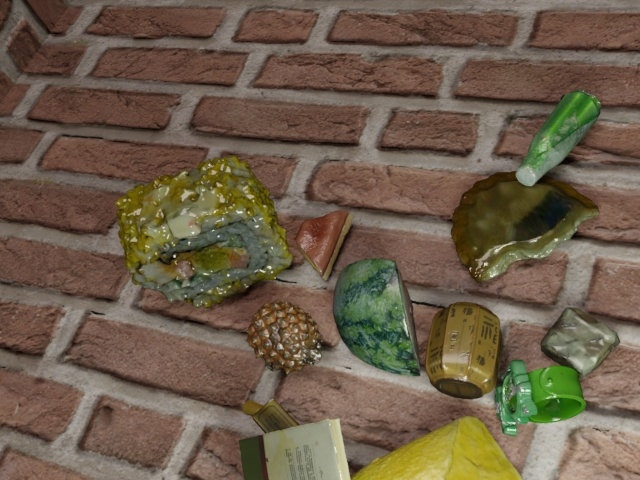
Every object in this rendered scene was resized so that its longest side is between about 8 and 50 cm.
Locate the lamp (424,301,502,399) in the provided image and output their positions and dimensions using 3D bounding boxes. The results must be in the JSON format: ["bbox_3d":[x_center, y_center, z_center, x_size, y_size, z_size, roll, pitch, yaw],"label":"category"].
[{"bbox_3d":[0.305,0.233,1.741,0.161,0.161,0.185,3,58,23],"label":"lamp"}]

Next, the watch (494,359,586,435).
[{"bbox_3d":[0.444,0.313,1.655,0.152,0.165,0.131,1,52,-8],"label":"watch"}]

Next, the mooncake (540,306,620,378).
[{"bbox_3d":[0.539,0.213,1.713,0.125,0.073,0.130,-42,54,-14],"label":"mooncake"}]

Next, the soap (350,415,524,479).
[{"bbox_3d":[0.199,0.538,1.556,0.427,0.115,0.306,-31,69,-9],"label":"soap"}]

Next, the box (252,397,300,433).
[{"bbox_3d":[-0.029,0.450,1.713,0.071,0.159,0.240,-41,51,-12],"label":"box"}]

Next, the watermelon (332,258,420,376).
[{"bbox_3d":[0.122,0.161,1.876,0.260,0.176,0.256,7,98,24],"label":"watermelon"}]

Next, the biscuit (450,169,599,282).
[{"bbox_3d":[0.457,-0.035,1.922,0.329,0.078,0.335,16,61,34],"label":"biscuit"}]

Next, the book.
[{"bbox_3d":[-0.052,0.465,1.601,0.289,0.026,0.201,-23,72,42],"label":"book"}]

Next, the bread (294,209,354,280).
[{"bbox_3d":[0.000,0.000,2.077,0.119,0.067,0.192,17,65,21],"label":"bread"}]

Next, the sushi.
[{"bbox_3d":[-0.296,-0.023,2.027,0.396,0.351,0.240,-21,51,4],"label":"sushi"}]

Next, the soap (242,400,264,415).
[{"bbox_3d":[-0.141,0.392,1.890,0.089,0.012,0.034,11,61,27],"label":"soap"}]

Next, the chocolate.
[{"bbox_3d":[0.565,-0.241,1.977,0.110,0.110,0.291,24,57,33],"label":"chocolate"}]

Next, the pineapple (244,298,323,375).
[{"bbox_3d":[-0.072,0.231,1.890,0.193,0.166,0.166,26,69,34],"label":"pineapple"}]
